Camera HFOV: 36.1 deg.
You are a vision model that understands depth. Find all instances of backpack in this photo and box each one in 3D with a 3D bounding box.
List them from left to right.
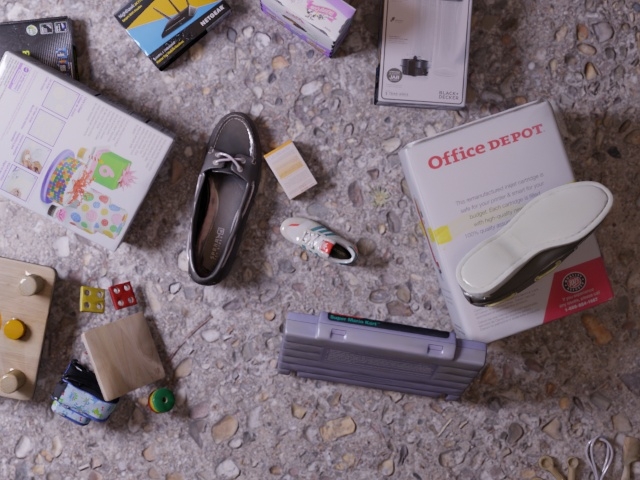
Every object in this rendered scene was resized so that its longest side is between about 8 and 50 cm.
[{"bbox_3d":[-0.438,0.293,1.830,0.114,0.105,0.084,29,101,-9],"label":"backpack"}]

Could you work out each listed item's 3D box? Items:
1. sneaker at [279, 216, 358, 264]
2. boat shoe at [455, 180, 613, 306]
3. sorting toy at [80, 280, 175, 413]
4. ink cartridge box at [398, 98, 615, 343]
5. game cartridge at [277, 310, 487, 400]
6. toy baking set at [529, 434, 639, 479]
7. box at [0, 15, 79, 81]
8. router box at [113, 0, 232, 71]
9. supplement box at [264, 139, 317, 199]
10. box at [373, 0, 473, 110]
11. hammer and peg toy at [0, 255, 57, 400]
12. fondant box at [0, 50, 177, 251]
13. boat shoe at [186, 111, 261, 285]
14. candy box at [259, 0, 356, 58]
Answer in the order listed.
[{"bbox_3d":[0.000,0.000,1.847,0.161,0.075,0.057,27,91,-3],"label":"sneaker"},{"bbox_3d":[0.370,0.008,1.692,0.305,0.091,0.109,-34,57,-3],"label":"boat shoe"},{"bbox_3d":[-0.376,0.208,1.828,0.132,0.046,0.274,-20,90,-43],"label":"sorting toy"},{"bbox_3d":[0.335,-0.034,1.814,0.279,0.160,0.385,-18,93,-2],"label":"ink cartridge box"},{"bbox_3d":[0.104,0.210,1.784,0.355,0.230,0.068,9,59,-2],"label":"game cartridge"},{"bbox_3d":[0.522,0.488,1.901,0.256,0.030,0.197,-21,92,-1],"label":"toy baking set"},{"bbox_3d":[-0.548,-0.315,1.836,0.184,0.045,0.191,-5,92,-5],"label":"box"},{"bbox_3d":[-0.276,-0.425,1.840,0.179,0.046,0.133,-40,92,0],"label":"router box"},{"bbox_3d":[-0.056,-0.133,1.861,0.062,0.036,0.098,-31,92,-1],"label":"supplement box"},{"bbox_3d":[0.194,-0.395,1.836,0.169,0.087,0.290,3,92,-2],"label":"box"},{"bbox_3d":[-0.684,0.144,1.806,0.361,0.127,0.266,11,93,-2],"label":"hammer and peg toy"},{"bbox_3d":[-0.463,-0.163,1.790,0.330,0.096,0.238,28,98,-8],"label":"fondant box"},{"bbox_3d":[-0.178,-0.077,1.829,0.112,0.095,0.335,12,91,-2],"label":"boat shoe"},{"bbox_3d":[-0.026,-0.416,1.774,0.165,0.196,0.070,34,91,-3],"label":"candy box"}]
